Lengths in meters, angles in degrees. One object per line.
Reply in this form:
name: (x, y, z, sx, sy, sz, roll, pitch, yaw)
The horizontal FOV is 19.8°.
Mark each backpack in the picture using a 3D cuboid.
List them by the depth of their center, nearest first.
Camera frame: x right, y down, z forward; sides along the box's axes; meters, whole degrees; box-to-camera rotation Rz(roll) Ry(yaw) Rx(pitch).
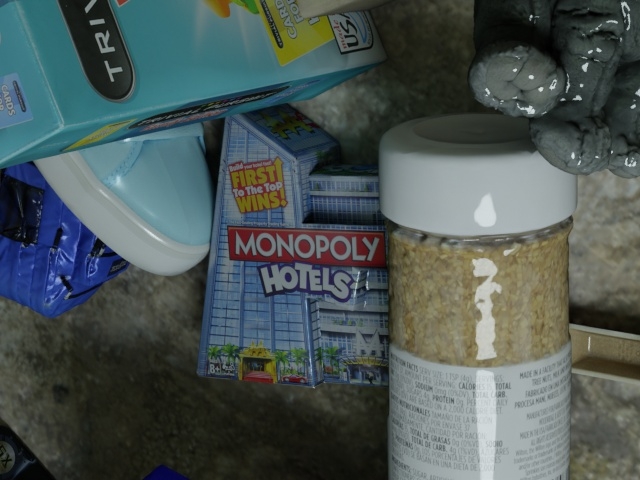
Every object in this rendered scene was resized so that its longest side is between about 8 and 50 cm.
backpack: (-0.191, -0.003, 1.354, 0.101, 0.098, 0.120, 27, 114, 22)

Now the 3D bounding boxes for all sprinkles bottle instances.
sprinkles bottle: (0.099, 0.102, 1.157, 0.121, 0.121, 0.356, 9, 110, 32)

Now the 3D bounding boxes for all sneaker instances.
sneaker: (-0.141, -0.159, 1.264, 0.150, 0.135, 0.366, -27, 86, 38)

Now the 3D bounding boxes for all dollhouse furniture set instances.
dollhouse furniture set: (0.190, 0.100, 1.134, 0.114, 0.081, 0.091, 9, 106, 32)

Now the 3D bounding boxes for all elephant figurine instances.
elephant figurine: (0.195, -0.163, 1.030, 0.186, 0.169, 0.239, 38, 126, 4)

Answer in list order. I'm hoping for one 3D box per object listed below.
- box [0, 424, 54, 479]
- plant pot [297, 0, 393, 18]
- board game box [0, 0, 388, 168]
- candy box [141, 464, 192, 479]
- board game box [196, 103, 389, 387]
box: (-0.272, 0.265, 1.480, 0.147, 0.077, 0.180, 45, 121, 17)
plant pot: (0.041, -0.205, 1.153, 0.096, 0.109, 0.109, -10, 95, 28)
board game box: (-0.117, -0.194, 1.116, 0.079, 0.336, 0.254, -23, 88, 35)
candy box: (-0.016, 0.338, 1.211, 0.268, 0.122, 0.317, 22, 137, 35)
board game box: (0.000, 0.000, 1.251, 0.194, 0.060, 0.194, 2, 103, 33)
